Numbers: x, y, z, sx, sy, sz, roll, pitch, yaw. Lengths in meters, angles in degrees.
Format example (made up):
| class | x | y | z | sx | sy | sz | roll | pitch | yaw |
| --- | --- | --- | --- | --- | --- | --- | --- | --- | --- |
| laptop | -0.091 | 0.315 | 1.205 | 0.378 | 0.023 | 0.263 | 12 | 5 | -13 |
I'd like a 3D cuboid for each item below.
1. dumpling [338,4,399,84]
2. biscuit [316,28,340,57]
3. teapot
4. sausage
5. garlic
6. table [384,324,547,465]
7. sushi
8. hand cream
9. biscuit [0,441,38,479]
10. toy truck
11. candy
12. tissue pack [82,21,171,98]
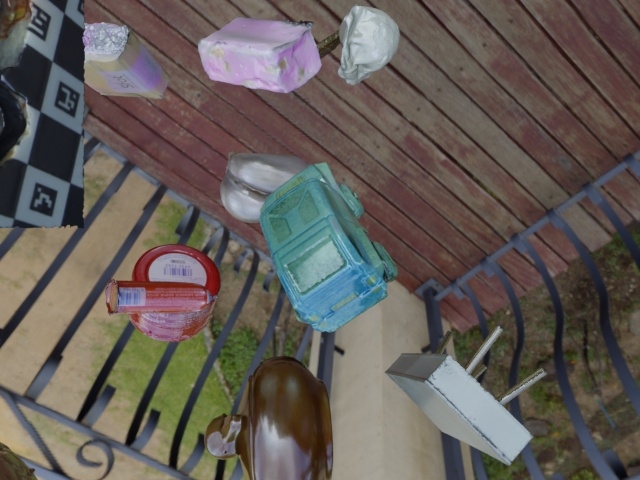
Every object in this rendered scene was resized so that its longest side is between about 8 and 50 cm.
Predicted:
| class | x | y | z | sx | sy | sz | roll | pitch | yaw |
| --- | --- | --- | --- | --- | --- | --- | --- | --- | --- |
| dumpling | 0.114 | -0.495 | 1.357 | 0.147 | 0.258 | 0.193 | 29 | 109 | 23 |
| biscuit | -0.004 | -0.509 | 1.422 | 0.025 | 0.231 | 0.131 | 52 | 154 | -8 |
| teapot | -0.035 | 0.131 | 0.346 | 0.078 | 0.098 | 0.129 | -2 | 148 | -6 |
| sausage | -0.205 | 0.075 | 0.700 | 0.145 | 0.050 | 0.048 | 4 | 99 | -37 |
| garlic | -0.155 | -0.163 | 1.664 | 0.340 | 0.246 | 0.231 | 9 | 98 | 3 |
| table | 0.181 | 0.176 | 0.668 | 0.111 | 0.240 | 0.121 | -44 | 84 | -11 |
| sushi | -0.373 | -0.177 | 0.508 | 0.069 | 0.320 | 0.339 | 3 | 94 | 19 |
| hand cream | -0.320 | 0.112 | 1.151 | 0.193 | 0.193 | 0.125 | 22 | 133 | -9 |
| biscuit | -0.450 | 0.487 | 0.846 | 0.062 | 0.385 | 0.364 | -30 | 110 | -26 |
| toy truck | 0.000 | 0.000 | 0.804 | 0.155 | 0.278 | 0.156 | -35 | 135 | 11 |
| candy | -0.144 | -0.438 | 1.233 | 0.265 | 0.155 | 0.115 | 21 | 144 | 33 |
| tissue pack | -0.554 | -0.478 | 1.412 | 0.215 | 0.257 | 0.122 | 6 | 83 | 9 |
